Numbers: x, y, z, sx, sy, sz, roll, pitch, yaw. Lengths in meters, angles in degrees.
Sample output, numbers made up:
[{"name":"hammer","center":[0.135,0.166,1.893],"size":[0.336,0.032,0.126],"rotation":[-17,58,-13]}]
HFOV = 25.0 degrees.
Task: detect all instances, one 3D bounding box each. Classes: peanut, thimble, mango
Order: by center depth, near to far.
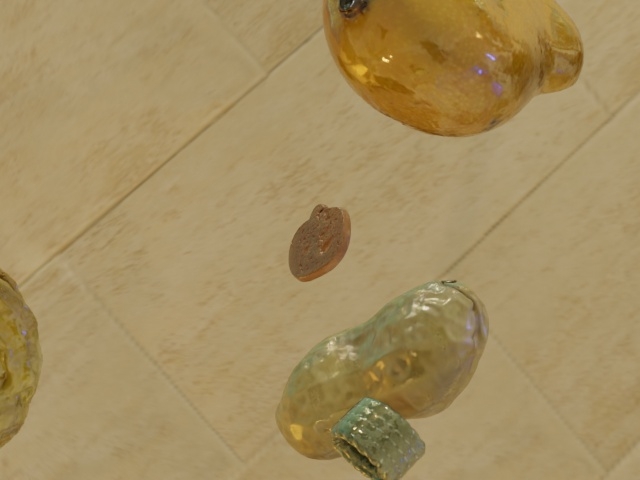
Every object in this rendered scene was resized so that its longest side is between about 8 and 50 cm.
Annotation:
[{"name":"mango","center":[0.094,-0.144,1.030],"size":[0.262,0.109,0.157],"rotation":[0,53,-55]},{"name":"thimble","center":[0.059,0.217,1.565],"size":[0.062,0.110,0.084],"rotation":[-42,111,-18]},{"name":"peanut","center":[0.071,0.160,1.747],"size":[0.313,0.149,0.149],"rotation":[-31,95,23]}]

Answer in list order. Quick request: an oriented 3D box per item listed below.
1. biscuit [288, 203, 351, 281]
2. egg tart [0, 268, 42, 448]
[{"name":"biscuit","center":[0.000,0.000,1.453],"size":[0.015,0.091,0.078],"rotation":[22,58,-34]},{"name":"egg tart","center":[-0.424,0.129,1.401],"size":[0.319,0.128,0.319],"rotation":[1,123,2]}]
